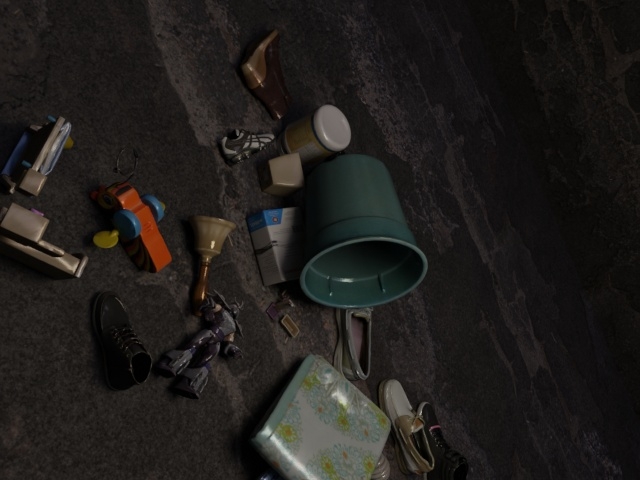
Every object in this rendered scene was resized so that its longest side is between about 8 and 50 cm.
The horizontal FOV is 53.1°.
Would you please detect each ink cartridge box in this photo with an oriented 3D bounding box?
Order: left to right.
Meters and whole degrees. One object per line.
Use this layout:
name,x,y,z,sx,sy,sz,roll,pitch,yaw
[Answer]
ink cartridge box,-0.109,0.016,1.814,0.148,0.086,0.203,-8,82,-48

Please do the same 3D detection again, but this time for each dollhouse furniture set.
dollhouse furniture set,-0.518,-0.102,1.291,0.198,0.286,0.303,32,66,-34
dollhouse furniture set,-0.073,0.203,1.784,0.114,0.081,0.091,54,45,-16

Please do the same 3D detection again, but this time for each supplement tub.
supplement tub,-0.023,-0.311,1.941,0.144,0.199,0.144,18,64,-40

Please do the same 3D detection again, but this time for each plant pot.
plant pot,-0.121,-0.190,1.873,0.096,0.109,0.109,-6,79,-33
plant pot,0.099,-0.037,1.784,0.341,0.341,0.334,27,42,-37

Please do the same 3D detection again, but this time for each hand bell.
hand bell,-0.293,0.069,1.617,0.126,0.126,0.242,16,77,-41

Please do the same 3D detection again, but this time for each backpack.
backpack,-0.132,0.615,1.557,0.084,0.105,0.114,44,45,5

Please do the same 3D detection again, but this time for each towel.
towel,0.014,0.497,1.655,0.320,0.090,0.374,43,34,-1

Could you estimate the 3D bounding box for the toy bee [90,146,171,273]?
toy bee,-0.444,-0.074,1.481,0.195,0.162,0.298,-15,111,-56

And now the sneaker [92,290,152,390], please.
sneaker,-0.423,0.210,1.394,0.083,0.118,0.222,-8,81,-47

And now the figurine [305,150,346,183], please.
figurine,0.073,-0.186,2.082,0.215,0.092,0.209,54,41,-18

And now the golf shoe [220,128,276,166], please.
golf shoe,-0.205,-0.288,1.837,0.198,0.077,0.094,-38,103,-47

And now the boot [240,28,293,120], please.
boot,-0.150,-0.519,1.996,0.207,0.090,0.248,54,42,-34

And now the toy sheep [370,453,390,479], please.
toy sheep,0.157,0.655,1.850,0.091,0.091,0.132,-45,127,-45

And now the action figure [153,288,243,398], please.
action figure,-0.266,0.244,1.554,0.185,0.099,0.285,58,46,-23

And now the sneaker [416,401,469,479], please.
sneaker,0.394,0.661,2.045,0.104,0.146,0.296,9,67,-42

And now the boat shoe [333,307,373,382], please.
boat shoe,0.113,0.269,1.933,0.118,0.103,0.321,31,55,-35

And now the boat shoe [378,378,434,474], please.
boat shoe,0.273,0.572,1.985,0.113,0.103,0.302,-17,88,-48
